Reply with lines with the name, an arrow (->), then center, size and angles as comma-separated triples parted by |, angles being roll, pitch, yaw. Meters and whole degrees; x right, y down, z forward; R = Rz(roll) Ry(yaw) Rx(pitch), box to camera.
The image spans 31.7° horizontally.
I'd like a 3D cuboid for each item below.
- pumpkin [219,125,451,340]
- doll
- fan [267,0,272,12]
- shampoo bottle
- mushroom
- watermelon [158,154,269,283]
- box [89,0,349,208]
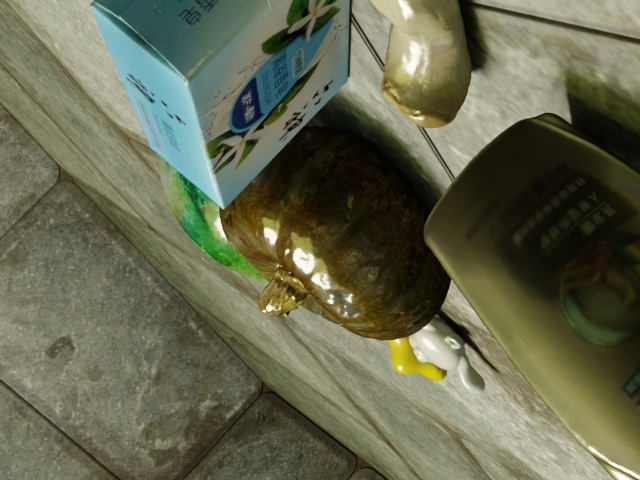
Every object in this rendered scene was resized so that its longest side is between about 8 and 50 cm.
pumpkin -> 0.000, 0.000, 0.989 | 0.219, 0.162, 0.219 | 39, 172, 7
doll -> 0.115, 0.111, 1.240 | 0.113, 0.071, 0.135 | 15, 146, 50
fan -> -0.067, -0.239, 0.447 | 0.191, 0.009, 0.329 | -114, 3, -60
shampoo bottle -> 0.192, 0.078, 0.561 | 0.084, 0.125, 0.350 | 25, -157, -52
mushroom -> 0.045, -0.139, 0.622 | 0.059, 0.054, 0.202 | 37, 162, 33
watermelon -> -0.086, -0.076, 1.176 | 0.231, 0.128, 0.146 | 45, 150, -2
box -> -0.055, -0.128, 0.751 | 0.083, 0.142, 0.232 | 40, 167, 13
